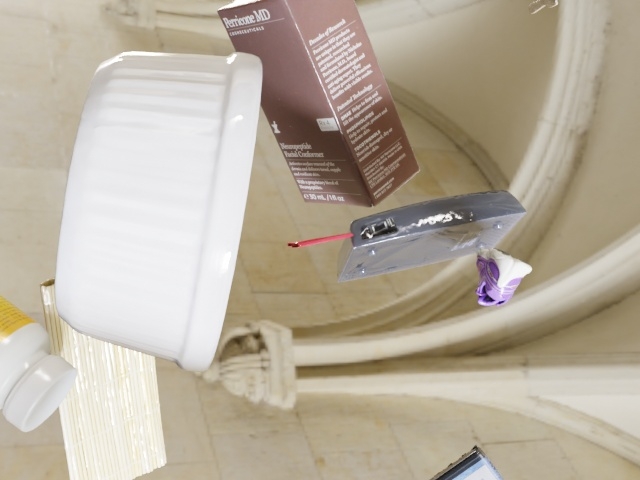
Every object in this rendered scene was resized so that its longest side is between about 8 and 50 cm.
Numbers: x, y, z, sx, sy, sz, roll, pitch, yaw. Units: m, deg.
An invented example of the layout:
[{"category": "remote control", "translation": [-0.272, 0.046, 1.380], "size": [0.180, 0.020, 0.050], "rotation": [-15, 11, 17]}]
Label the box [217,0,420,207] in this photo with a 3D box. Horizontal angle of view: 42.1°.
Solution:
[{"category": "box", "translation": [0.002, -0.248, 1.395], "size": [0.191, 0.143, 0.381], "rotation": [7, -53, 51]}]

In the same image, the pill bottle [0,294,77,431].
[{"category": "pill bottle", "translation": [-0.383, 0.119, 0.936], "size": [0.117, 0.208, 0.117], "rotation": [-53, 173, -10]}]

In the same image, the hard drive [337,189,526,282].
[{"category": "hard drive", "translation": [0.151, -0.007, 1.206], "size": [0.172, 0.255, 0.054], "rotation": [108, -32, -69]}]

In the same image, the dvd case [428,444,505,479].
[{"category": "dvd case", "translation": [0.124, 0.310, 0.625], "size": [0.253, 0.180, 0.022], "rotation": [53, 9, 8]}]

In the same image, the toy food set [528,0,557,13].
[{"category": "toy food set", "translation": [0.361, -0.476, 1.368], "size": [0.132, 0.039, 0.192], "rotation": [-136, -149, -82]}]

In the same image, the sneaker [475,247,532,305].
[{"category": "sneaker", "translation": [0.222, 0.051, 1.077], "size": [0.071, 0.068, 0.170], "rotation": [-61, 171, 0]}]

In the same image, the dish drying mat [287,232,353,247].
[{"category": "dish drying mat", "translation": [0.000, 0.000, 1.091], "size": [0.032, 0.083, 0.008], "rotation": [-3, -84, 60]}]

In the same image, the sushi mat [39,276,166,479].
[{"category": "sushi mat", "translation": [-0.271, 0.178, 1.069], "size": [0.019, 0.151, 0.316], "rotation": [15, -65, 41]}]

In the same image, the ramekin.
[{"category": "ramekin", "translation": [-0.135, -0.032, 0.692], "size": [0.273, 0.127, 0.272], "rotation": [-170, -90, -79]}]
